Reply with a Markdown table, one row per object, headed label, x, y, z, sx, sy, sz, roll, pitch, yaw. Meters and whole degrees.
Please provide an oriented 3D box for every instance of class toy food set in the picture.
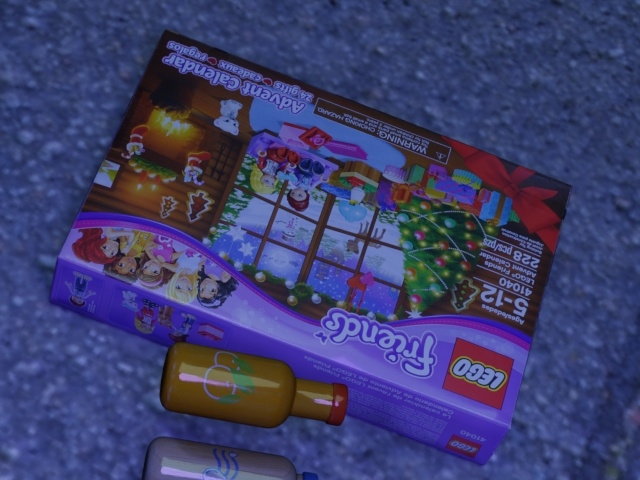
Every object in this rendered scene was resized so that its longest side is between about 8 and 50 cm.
| label | x | y | z | sx | sy | sz | roll | pitch | yaw |
| --- | --- | --- | --- | --- | --- | --- | --- | --- | --- |
| toy food set | -0.049 | 0.179 | 1.009 | 0.104 | 0.111 | 0.232 | 10 | 51 | -9 |

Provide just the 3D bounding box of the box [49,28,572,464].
| label | x | y | z | sx | sy | sz | roll | pitch | yaw |
| --- | --- | --- | --- | --- | --- | --- | --- | --- | --- |
| box | 0.000 | 0.000 | 1.181 | 0.293 | 0.057 | 0.201 | 21 | 54 | -2 |
